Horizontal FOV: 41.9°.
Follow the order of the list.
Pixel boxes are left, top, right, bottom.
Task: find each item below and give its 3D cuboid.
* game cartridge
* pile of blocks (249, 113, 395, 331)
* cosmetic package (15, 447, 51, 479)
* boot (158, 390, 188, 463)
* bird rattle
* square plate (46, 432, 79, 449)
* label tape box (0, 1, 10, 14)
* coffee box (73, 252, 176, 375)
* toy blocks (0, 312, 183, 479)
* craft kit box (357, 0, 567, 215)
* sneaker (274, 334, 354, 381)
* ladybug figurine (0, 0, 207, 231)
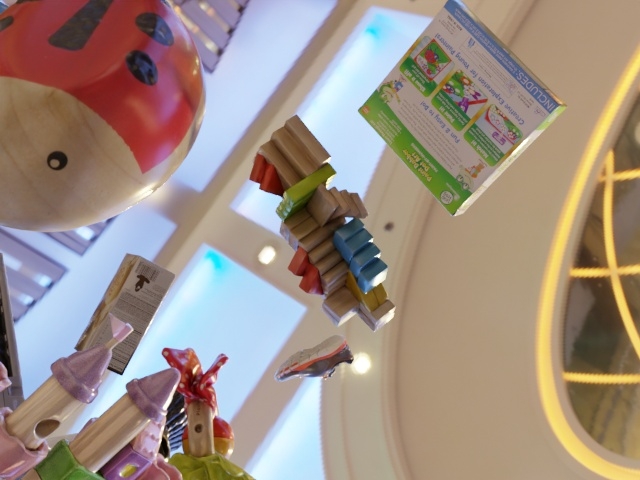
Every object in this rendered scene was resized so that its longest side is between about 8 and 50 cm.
[{"bbox_3d":[-0.443,0.171,1.109,0.198,0.062,0.297,-62,-141,33],"label":"game cartridge"},{"bbox_3d":[0.000,0.000,1.244,0.113,0.362,0.149,-36,-163,-22],"label":"pile of blocks"},{"bbox_3d":[-0.545,0.337,1.258,0.184,0.151,0.151,-43,-96,5],"label":"cosmetic package"},{"bbox_3d":[-0.296,0.333,1.411,0.348,0.131,0.260,-39,180,43],"label":"boot"},{"bbox_3d":[-0.181,0.288,1.252,0.143,0.207,0.253,-13,-115,-9],"label":"bird rattle"},{"bbox_3d":[-0.549,0.543,1.575,0.347,0.049,0.344,-12,-126,12],"label":"square plate"},{"bbox_3d":[-0.564,-0.334,1.375,0.249,0.347,0.115,31,-117,6],"label":"label tape box"},{"bbox_3d":[-0.433,0.159,1.848,0.246,0.098,0.141,-63,-158,-9],"label":"coffee box"},{"bbox_3d":[-0.226,0.240,0.873,0.260,0.288,0.309,-42,-131,-5],"label":"toy blocks"},{"bbox_3d":[0.220,-0.211,1.348,0.250,0.061,0.246,51,-63,15],"label":"craft kit box"},{"bbox_3d":[-0.010,0.224,1.469,0.158,0.065,0.061,-27,-164,27],"label":"sneaker"},{"bbox_3d":[-0.297,-0.202,1.040,0.305,0.161,0.449,13,-136,-2],"label":"ladybug figurine"}]
